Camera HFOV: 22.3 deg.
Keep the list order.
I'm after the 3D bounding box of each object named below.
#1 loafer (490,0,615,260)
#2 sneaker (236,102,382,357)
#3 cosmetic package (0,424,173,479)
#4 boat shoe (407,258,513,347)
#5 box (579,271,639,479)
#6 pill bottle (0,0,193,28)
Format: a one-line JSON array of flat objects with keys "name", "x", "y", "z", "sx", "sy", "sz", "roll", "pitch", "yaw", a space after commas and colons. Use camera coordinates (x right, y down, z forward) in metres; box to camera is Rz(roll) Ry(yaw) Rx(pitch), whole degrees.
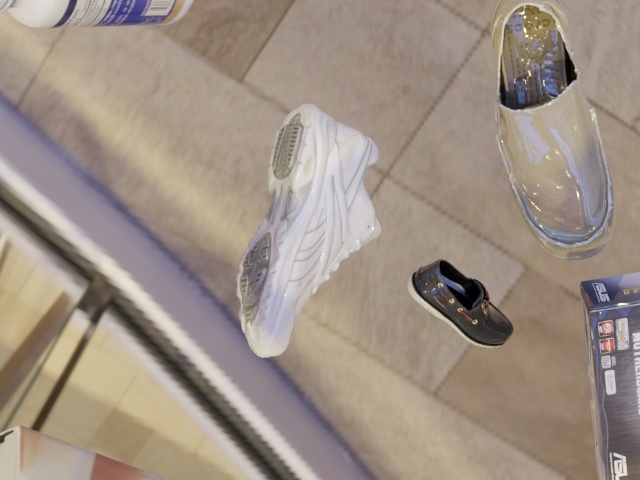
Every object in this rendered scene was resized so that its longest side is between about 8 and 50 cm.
[{"name": "loafer", "x": 0.209, "y": -0.111, "z": 1.530, "sx": 0.102, "sy": 0.092, "sz": 0.268, "roll": -16, "pitch": 87, "yaw": 15}, {"name": "sneaker", "x": 0.000, "y": 0.000, "z": 1.469, "sx": 0.115, "sy": 0.090, "sz": 0.232, "roll": 17, "pitch": 89, "yaw": -24}, {"name": "cosmetic package", "x": -0.187, "y": 0.278, "z": 1.401, "sx": 0.153, "sy": 0.129, "sz": 0.296, "roll": -29, "pitch": 138, "yaw": 33}, {"name": "boat shoe", "x": 0.143, "y": 0.062, "z": 1.564, "sx": 0.133, "sy": 0.049, "sz": 0.042, "roll": 34, "pitch": 129, "yaw": -31}, {"name": "box", "x": 0.344, "y": 0.133, "z": 1.516, "sx": 0.183, "sy": 0.056, "sz": 0.231, "roll": -8, "pitch": 120, "yaw": 3}, {"name": "pill bottle", "x": -0.200, "y": -0.226, "z": 1.300, "sx": 0.187, "sy": 0.112, "sz": 0.112, "roll": -7, "pitch": 113, "yaw": -36}]
